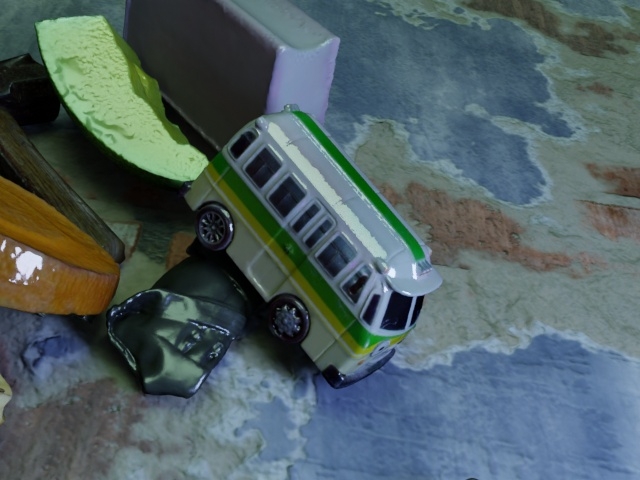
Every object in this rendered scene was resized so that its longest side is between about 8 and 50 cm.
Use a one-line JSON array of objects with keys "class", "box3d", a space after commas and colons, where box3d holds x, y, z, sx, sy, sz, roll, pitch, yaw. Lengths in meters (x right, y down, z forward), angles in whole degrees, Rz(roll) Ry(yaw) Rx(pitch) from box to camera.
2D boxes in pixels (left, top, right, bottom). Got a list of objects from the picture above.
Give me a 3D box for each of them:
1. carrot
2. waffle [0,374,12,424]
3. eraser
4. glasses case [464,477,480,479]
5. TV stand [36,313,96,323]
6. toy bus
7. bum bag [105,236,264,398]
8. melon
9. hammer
[{"class": "carrot", "box3d": [-0.357, -0.009, 1.018, 0.307, 0.100, 0.258, 23, 9, -27]}, {"class": "waffle", "box3d": [-0.477, 0.093, 0.825, 0.261, 0.114, 0.376, 43, 13, 27]}, {"class": "eraser", "box3d": [-0.146, -0.246, 1.352, 0.122, 0.272, 0.359, -20, 50, -35]}, {"class": "glasses case", "box3d": [0.060, 0.320, 0.884, 0.299, 0.060, 0.114, -15, 44, -31]}, {"class": "TV stand", "box3d": [-0.377, 0.045, 1.106, 0.249, 0.036, 0.042, 21, 73, 9]}, {"class": "toy bus", "box3d": [0.000, 0.000, 1.104, 0.305, 0.179, 0.143, 51, 28, 15]}, {"class": "bum bag", "box3d": [-0.140, 0.059, 1.133, 0.142, 0.080, 0.326, 27, 39, 7]}, {"class": "melon", "box3d": [-0.261, -0.163, 1.301, 0.323, 0.124, 0.196, 55, 10, 24]}, {"class": "hammer", "box3d": [-0.384, -0.099, 1.247, 0.242, 0.095, 0.409, -21, 53, -42]}]
